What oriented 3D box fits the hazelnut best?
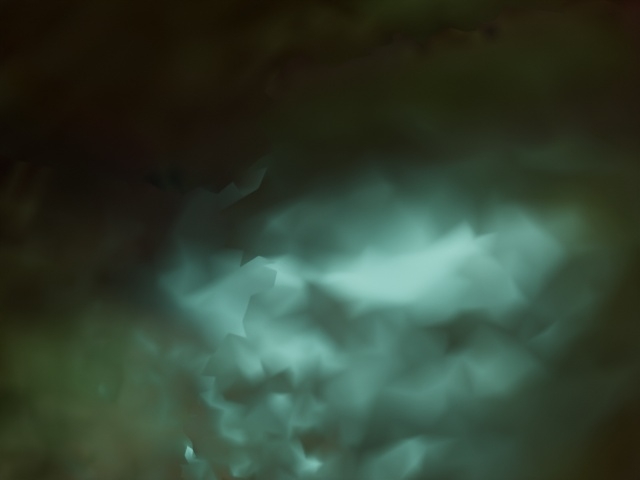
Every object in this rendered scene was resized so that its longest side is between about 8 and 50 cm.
[{"bbox_3d":[0.000,0.000,0.546,0.421,0.421,0.352,22,143,6],"label":"hazelnut"}]
